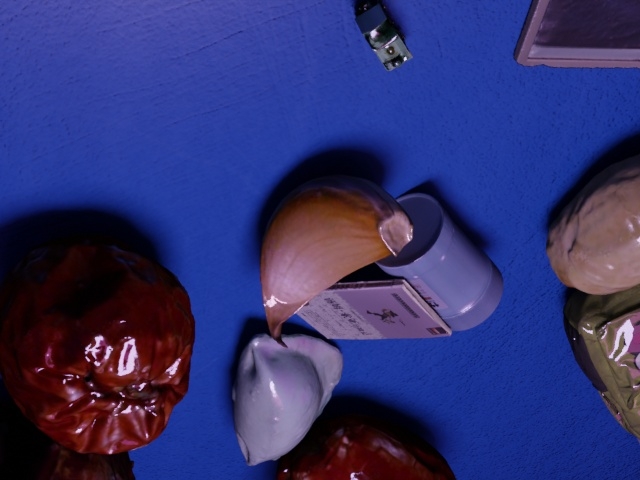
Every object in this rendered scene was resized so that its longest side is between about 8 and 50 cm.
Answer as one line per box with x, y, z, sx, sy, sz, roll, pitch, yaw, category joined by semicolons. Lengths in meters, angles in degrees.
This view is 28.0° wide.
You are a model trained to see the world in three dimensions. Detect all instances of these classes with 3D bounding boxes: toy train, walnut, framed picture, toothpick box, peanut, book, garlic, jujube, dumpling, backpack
0.063;-0.198;1.258;0.033;0.053;0.083;-30;135;11;toy train
0.050;0.353;1.704;0.269;0.222;0.244;38;96;-25;walnut
0.345;-0.256;1.322;0.265;0.018;0.192;-2;136;-17;framed picture
0.133;0.026;1.477;0.101;0.101;0.153;-32;134;15;toothpick box
0.397;-0.047;1.465;0.319;0.148;0.147;-35;135;21;peanut
0.049;0.083;1.503;0.181;0.014;0.127;-4;147;34;book
0.006;0.001;1.406;0.206;0.128;0.115;-43;175;28;garlic
-0.237;0.105;1.368;0.213;0.213;0.232;-9;141;-10;jujube
-0.049;0.182;1.591;0.104;0.149;0.217;16;133;20;dumpling
0.431;0.136;1.634;0.207;0.140;0.253;-25;115;6;backpack

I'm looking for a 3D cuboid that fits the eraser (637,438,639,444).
0.486;0.252;1.845;0.078;0.076;0.298;-26;137;7;eraser

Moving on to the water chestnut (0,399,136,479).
-0.373;0.323;1.452;0.350;0.350;0.302;-31;124;13;water chestnut
